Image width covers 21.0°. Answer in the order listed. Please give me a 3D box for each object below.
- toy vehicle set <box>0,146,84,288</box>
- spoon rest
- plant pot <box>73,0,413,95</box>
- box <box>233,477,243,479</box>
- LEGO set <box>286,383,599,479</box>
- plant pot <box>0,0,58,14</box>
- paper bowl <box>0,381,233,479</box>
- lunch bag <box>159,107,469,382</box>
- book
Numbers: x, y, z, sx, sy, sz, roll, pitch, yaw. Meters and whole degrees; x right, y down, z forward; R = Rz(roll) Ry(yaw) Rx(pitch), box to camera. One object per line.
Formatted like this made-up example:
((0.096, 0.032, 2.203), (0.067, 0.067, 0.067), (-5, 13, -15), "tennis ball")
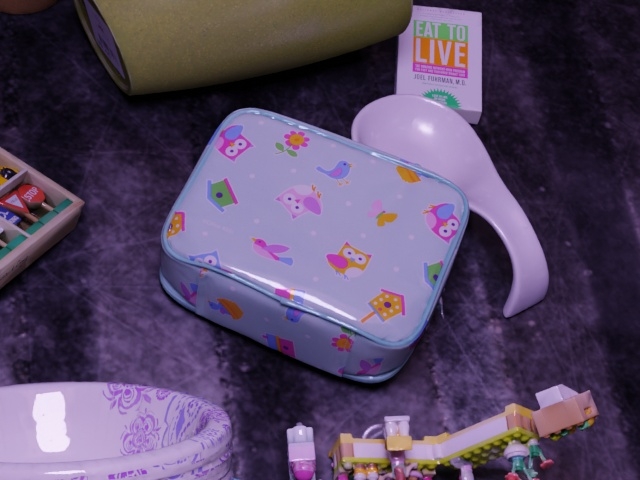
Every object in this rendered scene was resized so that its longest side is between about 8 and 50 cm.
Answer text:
((-0.355, -0.013, 1.594), (0.166, 0.035, 0.267), (32, 34, 7), "toy vehicle set")
((0.141, -0.052, 1.791), (0.137, 0.084, 0.276), (-26, 66, -31), "spoon rest")
((-0.099, -0.274, 1.795), (0.293, 0.275, 0.275), (-29, 66, -14), "plant pot")
((0.024, 0.280, 1.500), (0.244, 0.100, 0.060), (14, 51, -6), "box")
((0.112, 0.215, 1.554), (0.287, 0.132, 0.107), (-8, 60, 5), "LEGO set")
((-0.302, -0.360, 1.776), (0.237, 0.254, 0.237), (8, 52, -10), "plant pot")
((-0.212, 0.214, 1.397), (0.284, 0.284, 0.148), (-1, 99, -17), "paper bowl")
((0.000, 0.000, 1.681), (0.279, 0.108, 0.224), (22, 57, 5), "lunch bag")
((0.131, -0.197, 1.930), (0.096, 0.035, 0.144), (7, 54, -6), "book")
